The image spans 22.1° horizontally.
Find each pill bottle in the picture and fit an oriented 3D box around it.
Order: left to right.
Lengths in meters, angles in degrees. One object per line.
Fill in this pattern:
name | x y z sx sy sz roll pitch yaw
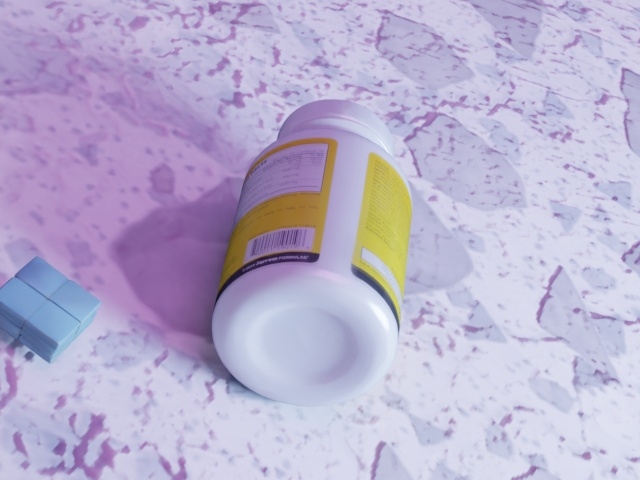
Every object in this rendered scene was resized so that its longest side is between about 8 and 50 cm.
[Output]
pill bottle | 0.000 0.000 0.949 0.103 0.103 0.184 24 39 -11

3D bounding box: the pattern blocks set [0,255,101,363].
pattern blocks set | -0.285 -0.015 0.831 0.325 0.026 0.285 41 39 11
